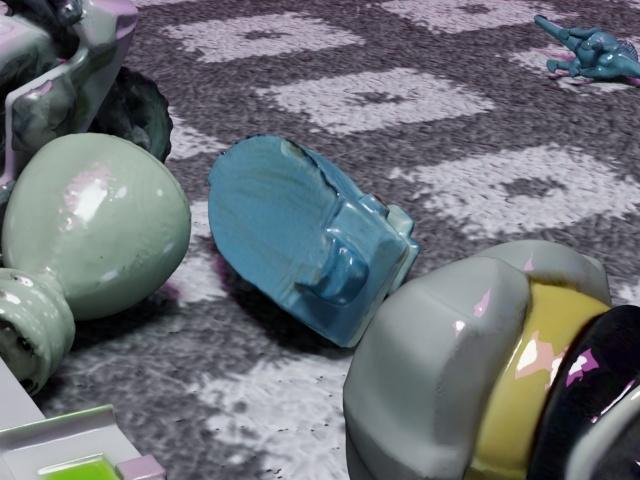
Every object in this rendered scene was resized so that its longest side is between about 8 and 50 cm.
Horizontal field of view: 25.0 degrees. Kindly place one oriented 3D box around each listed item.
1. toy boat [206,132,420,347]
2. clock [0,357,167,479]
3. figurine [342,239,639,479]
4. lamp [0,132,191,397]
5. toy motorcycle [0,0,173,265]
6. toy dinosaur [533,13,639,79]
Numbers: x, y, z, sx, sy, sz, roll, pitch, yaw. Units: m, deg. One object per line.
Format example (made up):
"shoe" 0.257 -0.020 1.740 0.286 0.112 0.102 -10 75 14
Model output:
"toy boat" 0.000 0.000 0.861 0.102 0.088 0.215 28 6 -31
"clock" -0.200 0.097 0.484 0.235 0.166 0.309 -11 23 -26
"figurine" 0.127 0.080 0.573 0.236 0.133 0.176 17 19 31
"lamp" -0.141 0.012 0.794 0.106 0.106 0.193 7 33 17
"toy motorcycle" -0.223 -0.078 0.884 0.327 0.188 0.143 -20 36 -40
"toy dinosaur" 0.247 -0.169 1.303 0.080 0.045 0.197 1 25 -33
